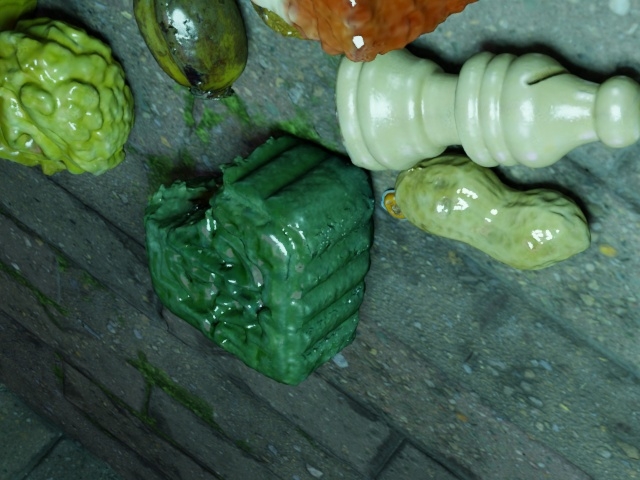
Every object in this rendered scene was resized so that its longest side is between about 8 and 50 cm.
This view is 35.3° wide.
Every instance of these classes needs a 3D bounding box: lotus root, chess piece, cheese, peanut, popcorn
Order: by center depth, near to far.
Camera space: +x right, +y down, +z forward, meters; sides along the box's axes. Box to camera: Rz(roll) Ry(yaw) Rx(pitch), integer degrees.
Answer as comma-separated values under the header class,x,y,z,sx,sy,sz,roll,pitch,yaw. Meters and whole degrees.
class,x,y,z,sx,sy,sz,roll,pitch,yaw
chess piece,0.171,-0.125,0.999,0.307,0.124,0.138,9,104,36
peanut,0.185,-0.032,1.099,0.229,0.103,0.098,23,99,23
lotus root,-0.151,-0.256,1.165,0.120,0.120,0.209,12,137,38
cheese,0.116,-0.045,1.229,0.111,0.017,0.047,-3,130,48
popcorn,-0.368,-0.185,1.425,0.225,0.173,0.286,36,149,-6

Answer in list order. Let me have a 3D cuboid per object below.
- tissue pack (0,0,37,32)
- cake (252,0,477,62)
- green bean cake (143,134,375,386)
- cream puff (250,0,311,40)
class,x,y,z,sx,sy,sz,roll,pitch,yaw
tissue pack,-0.490,-0.315,1.382,0.127,0.178,0.123,43,146,-8
cake,0.020,-0.335,0.702,0.319,0.270,0.269,42,152,39
green bean cake,-0.096,0.004,1.330,0.308,0.169,0.300,29,134,29
cream puff,-0.021,-0.267,1.020,0.126,0.103,0.143,26,139,25
